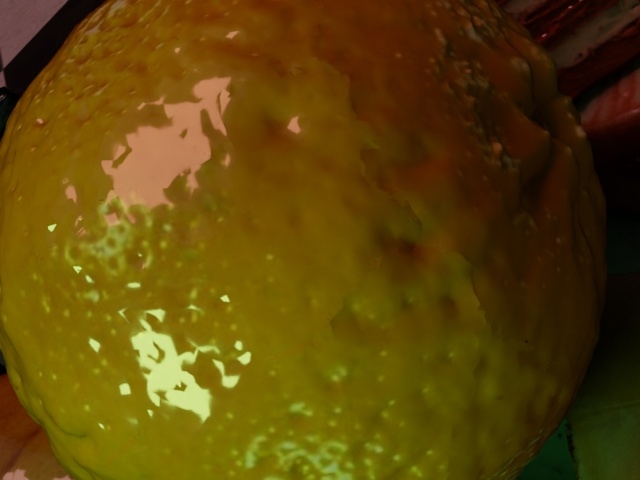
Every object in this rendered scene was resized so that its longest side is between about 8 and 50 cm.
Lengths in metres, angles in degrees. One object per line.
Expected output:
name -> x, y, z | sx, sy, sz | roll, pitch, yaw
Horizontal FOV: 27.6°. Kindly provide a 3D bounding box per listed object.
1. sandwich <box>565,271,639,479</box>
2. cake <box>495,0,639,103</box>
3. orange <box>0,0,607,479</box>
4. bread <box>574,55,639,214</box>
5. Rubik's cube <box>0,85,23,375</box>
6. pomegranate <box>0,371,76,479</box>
sandwich -> 0.234, 0.079, 0.712 | 0.186, 0.108, 0.220 | -34, 34, 24
cake -> 0.138, -0.198, 0.848 | 0.262, 0.158, 0.159 | -34, 35, 25
orange -> 0.000, 0.000, 0.695 | 0.293, 0.340, 0.340 | -29, 39, 30
bread -> 0.243, -0.170, 0.939 | 0.295, 0.114, 0.327 | -37, 37, 19
Rubik's cube -> -0.333, 0.017, 1.323 | 0.248, 0.246, 0.250 | 2, 59, 52
pomegranate -> -0.147, 0.236, 0.870 | 0.319, 0.319, 0.319 | -31, 38, 27
